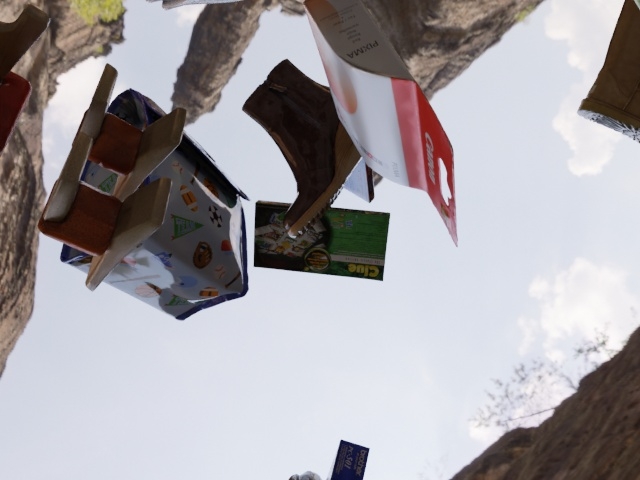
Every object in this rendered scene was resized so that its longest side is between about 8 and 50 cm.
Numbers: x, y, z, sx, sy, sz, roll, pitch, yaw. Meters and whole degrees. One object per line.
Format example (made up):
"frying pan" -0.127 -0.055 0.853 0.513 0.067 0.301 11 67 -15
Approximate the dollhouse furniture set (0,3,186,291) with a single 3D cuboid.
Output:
"dollhouse furniture set" -0.235 -0.034 0.317 0.262 0.135 0.259 29 -140 -30

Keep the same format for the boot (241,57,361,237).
"boot" -0.044 -0.150 0.928 0.207 0.090 0.248 34 -103 3

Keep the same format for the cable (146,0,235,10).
"cable" -0.065 -0.308 0.592 0.257 0.089 0.257 10 -146 35

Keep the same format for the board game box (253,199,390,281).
"board game box" 0.000 0.000 1.113 0.259 0.136 0.030 6 -163 6

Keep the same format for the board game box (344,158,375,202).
"board game box" 0.066 -0.215 1.438 0.145 0.281 0.027 32 -112 25

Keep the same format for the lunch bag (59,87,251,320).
"lunch bag" -0.309 -0.084 1.180 0.328 0.239 0.385 46 -150 -49

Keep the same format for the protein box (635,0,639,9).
"protein box" 0.340 -0.208 0.391 0.136 0.201 0.200 -21 -107 5

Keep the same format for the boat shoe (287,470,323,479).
"boat shoe" -0.127 0.535 0.943 0.156 0.187 0.500 37 -154 9

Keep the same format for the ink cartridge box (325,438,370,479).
"ink cartridge box" 0.026 0.379 0.842 0.046 0.207 0.097 16 -128 5

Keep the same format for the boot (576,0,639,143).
"boot" 0.617 -0.312 1.013 0.236 0.089 0.270 25 -84 1

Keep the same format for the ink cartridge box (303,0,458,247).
"ink cartridge box" 0.049 -0.088 0.451 0.045 0.145 0.179 -22 -120 2
